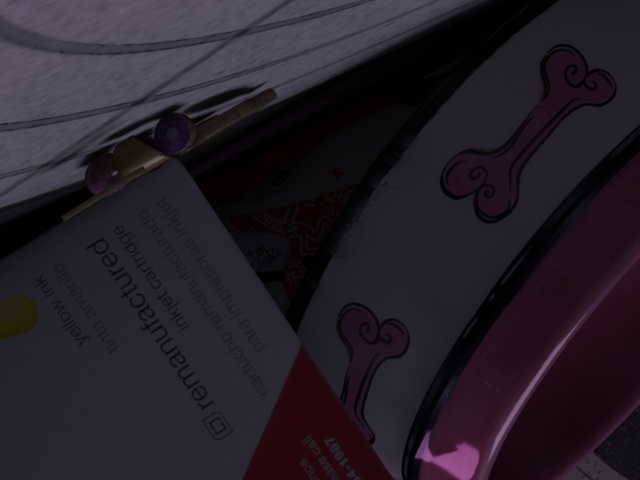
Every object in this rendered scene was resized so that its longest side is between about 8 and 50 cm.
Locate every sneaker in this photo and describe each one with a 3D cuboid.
[{"bbox_3d":[-0.001,0.000,1.098,0.270,0.145,0.090,-27,177,-4],"label":"sneaker"}]

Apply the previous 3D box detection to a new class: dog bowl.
[{"bbox_3d":[0.162,0.018,1.072,0.408,0.150,0.408,-41,157,-22],"label":"dog bowl"}]

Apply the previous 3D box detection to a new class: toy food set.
[{"bbox_3d":[-0.080,-0.048,0.798,0.078,0.019,0.122,-28,-175,34],"label":"toy food set"}]

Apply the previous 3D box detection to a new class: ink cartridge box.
[{"bbox_3d":[-0.175,0.176,0.895,0.384,0.279,0.160,-34,-179,-18],"label":"ink cartridge box"}]
